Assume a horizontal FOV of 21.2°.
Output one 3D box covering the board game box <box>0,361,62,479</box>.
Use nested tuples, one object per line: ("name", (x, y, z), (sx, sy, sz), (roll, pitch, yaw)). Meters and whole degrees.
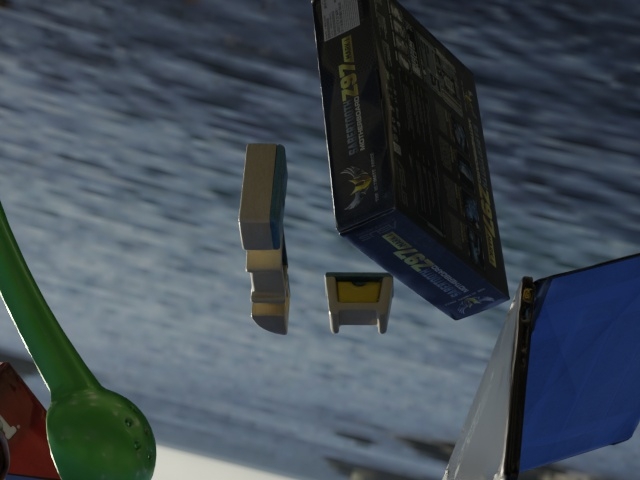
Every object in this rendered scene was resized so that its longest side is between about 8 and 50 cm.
("board game box", (-0.304, 0.243, 1.370), (0.027, 0.281, 0.145), (-12, 120, 49))

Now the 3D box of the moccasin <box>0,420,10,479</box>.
("moccasin", (-0.281, 0.152, 1.131), (0.147, 0.139, 0.380), (26, 171, 2))

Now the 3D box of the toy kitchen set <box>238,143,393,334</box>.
("toy kitchen set", (0.000, 0.000, 1.981), (0.166, 0.122, 0.207), (0, 140, 4))

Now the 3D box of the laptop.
("laptop", (0.275, 0.229, 1.841), (0.236, 0.408, 0.382), (13, 135, -1))

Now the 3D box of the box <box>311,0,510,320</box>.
("box", (0.073, -0.074, 1.376), (0.059, 0.232, 0.183), (-23, 145, 27))

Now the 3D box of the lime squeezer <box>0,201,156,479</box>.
("lime squeezer", (-0.128, 0.123, 0.726), (0.110, 0.310, 0.059), (7, -179, 2))
